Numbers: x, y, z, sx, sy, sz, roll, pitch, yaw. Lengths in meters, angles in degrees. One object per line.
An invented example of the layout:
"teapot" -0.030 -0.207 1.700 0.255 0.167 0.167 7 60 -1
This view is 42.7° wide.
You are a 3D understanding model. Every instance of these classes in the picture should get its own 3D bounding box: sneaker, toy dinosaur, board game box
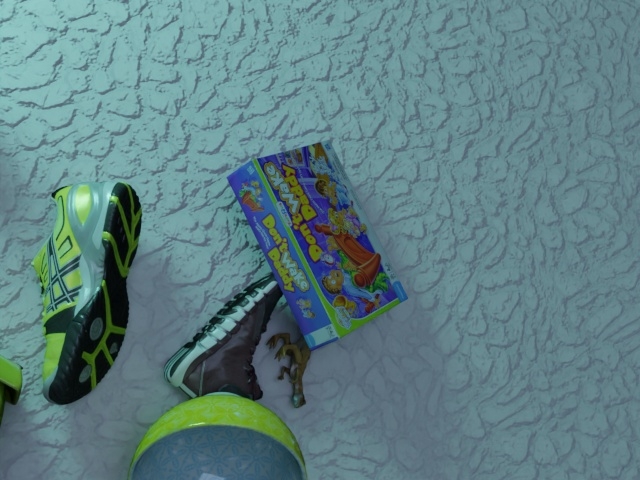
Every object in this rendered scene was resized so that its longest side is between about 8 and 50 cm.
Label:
"sneaker" -0.132 0.197 1.477 0.281 0.106 0.162 -43 101 -14
"sneaker" -0.414 0.085 1.397 0.147 0.145 0.384 7 76 14
"toy dinosaur" -0.037 0.203 1.529 0.112 0.064 0.211 27 75 -36
"board game box" 0.000 0.000 1.516 0.233 0.078 0.347 -23 86 -50

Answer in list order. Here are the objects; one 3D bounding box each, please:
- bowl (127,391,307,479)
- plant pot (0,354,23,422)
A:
"bowl" -0.169 0.349 1.369 0.290 0.289 0.156 16 33 -15
"plant pot" -0.583 0.249 1.239 0.228 0.227 0.207 33 64 -9
